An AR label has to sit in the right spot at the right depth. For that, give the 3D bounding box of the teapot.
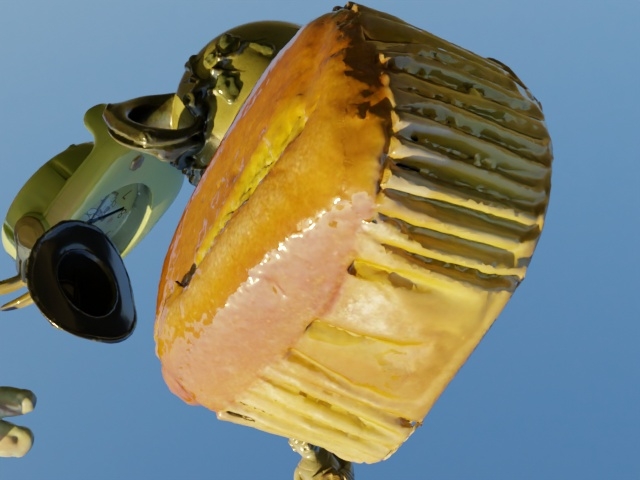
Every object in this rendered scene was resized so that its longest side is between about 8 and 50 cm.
[{"bbox_3d":[-0.047,-0.098,1.046,0.269,0.173,0.182,-3,-158,-23],"label":"teapot"}]

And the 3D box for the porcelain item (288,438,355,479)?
[{"bbox_3d":[0.013,0.298,1.481,0.084,0.213,0.054,-29,172,-6],"label":"porcelain item"}]

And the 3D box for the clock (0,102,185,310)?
[{"bbox_3d":[-0.239,-0.016,1.167,0.069,0.170,0.232,41,-92,15],"label":"clock"}]

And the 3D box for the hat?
[{"bbox_3d":[-0.200,0.042,0.992,0.050,0.121,0.121,-32,-153,29],"label":"hat"}]

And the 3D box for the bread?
[{"bbox_3d":[0.000,0.000,0.749,0.156,0.288,0.204,16,-140,-27],"label":"bread"}]

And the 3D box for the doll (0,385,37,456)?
[{"bbox_3d":[-0.384,0.152,1.023,0.275,0.154,0.113,-2,-161,-36],"label":"doll"}]
